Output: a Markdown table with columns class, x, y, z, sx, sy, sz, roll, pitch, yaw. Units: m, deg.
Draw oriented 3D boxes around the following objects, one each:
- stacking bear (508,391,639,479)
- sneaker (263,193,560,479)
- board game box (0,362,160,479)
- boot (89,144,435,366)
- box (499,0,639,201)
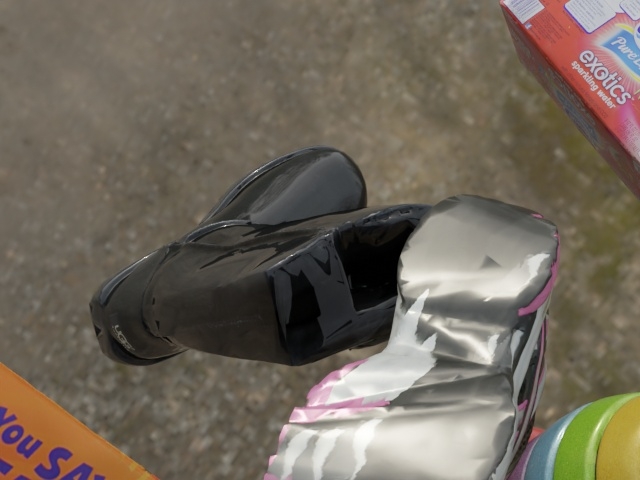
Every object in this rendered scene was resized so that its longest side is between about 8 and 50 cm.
| class | x | y | z | sx | sy | sz | roll | pitch | yaw |
| --- | --- | --- | --- | --- | --- | --- | --- | --- | --- |
| stacking bear | 0.231 | 0.170 | 1.124 | 0.164 | 0.289 | 0.175 | -18 | 84 | -40 |
| sneaker | 0.042 | 0.068 | 0.570 | 0.072 | 0.077 | 0.178 | 13 | 44 | 26 |
| board game box | -0.335 | 0.213 | 0.873 | 0.356 | 0.356 | 0.356 | 42 | 61 | -29 |
| boot | -0.001 | 0.001 | 1.681 | 0.367 | 0.445 | 0.146 | -38 | 100 | -25 |
| box | 0.305 | -0.161 | 1.688 | 0.257 | 0.128 | 0.122 | 54 | -1 | 31 |
